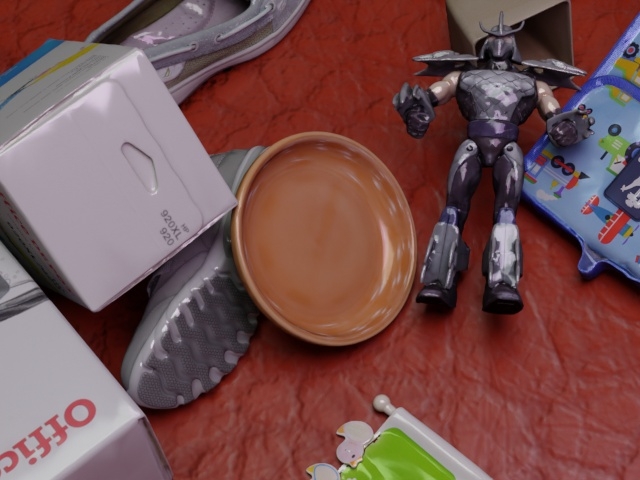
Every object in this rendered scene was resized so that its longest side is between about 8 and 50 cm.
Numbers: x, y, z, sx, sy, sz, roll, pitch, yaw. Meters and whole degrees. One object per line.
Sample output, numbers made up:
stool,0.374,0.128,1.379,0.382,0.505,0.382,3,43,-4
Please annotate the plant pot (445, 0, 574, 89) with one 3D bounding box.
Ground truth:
plant pot,0.182,-0.206,1.512,0.109,0.109,0.096,-26,49,-10

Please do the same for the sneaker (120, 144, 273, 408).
sneaker,-0.116,0.034,1.414,0.115,0.105,0.281,7,57,37

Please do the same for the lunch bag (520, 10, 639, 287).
lunch bag,0.338,-0.077,1.425,0.221,0.138,0.293,39,83,24

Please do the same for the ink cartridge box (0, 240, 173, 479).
ink cartridge box,-0.361,0.133,1.318,0.285,0.166,0.395,-37,64,-15

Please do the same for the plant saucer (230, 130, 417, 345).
plant saucer,0.000,0.000,1.388,0.200,0.037,0.200,8,75,-32

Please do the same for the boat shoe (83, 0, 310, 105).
boat shoe,-0.120,-0.240,1.548,0.320,0.103,0.118,-39,65,-21

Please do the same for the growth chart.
growth chart,0.045,0.257,1.299,0.172,0.021,0.237,28,65,20

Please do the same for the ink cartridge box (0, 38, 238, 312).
ink cartridge box,-0.223,-0.065,1.359,0.168,0.171,0.232,-40,24,-18

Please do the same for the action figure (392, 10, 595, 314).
action figure,0.157,-0.077,1.385,0.185,0.099,0.285,4,78,17
